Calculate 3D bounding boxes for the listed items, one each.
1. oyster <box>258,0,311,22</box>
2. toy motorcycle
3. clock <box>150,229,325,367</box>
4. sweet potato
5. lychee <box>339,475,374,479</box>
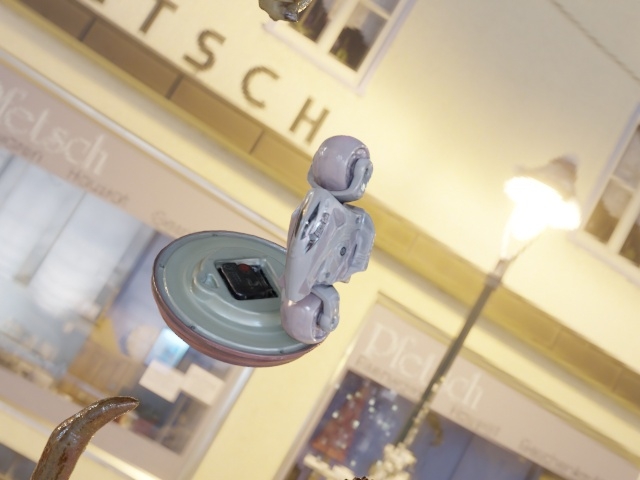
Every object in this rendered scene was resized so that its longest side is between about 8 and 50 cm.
[{"bbox_3d":[0.075,-0.367,1.289,0.198,0.337,0.133,61,-2,-1],"label":"oyster"},{"bbox_3d":[0.000,0.000,1.220,0.112,0.254,0.112,12,8,-2],"label":"toy motorcycle"},{"bbox_3d":[-0.097,0.067,1.330,0.244,0.244,0.056,28,-54,11],"label":"clock"},{"bbox_3d":[-0.373,0.315,1.537,0.078,0.255,0.058,37,6,-2],"label":"sweet potato"},{"bbox_3d":[0.033,0.393,1.267,0.194,0.194,0.194,29,-11,6],"label":"lychee"}]
